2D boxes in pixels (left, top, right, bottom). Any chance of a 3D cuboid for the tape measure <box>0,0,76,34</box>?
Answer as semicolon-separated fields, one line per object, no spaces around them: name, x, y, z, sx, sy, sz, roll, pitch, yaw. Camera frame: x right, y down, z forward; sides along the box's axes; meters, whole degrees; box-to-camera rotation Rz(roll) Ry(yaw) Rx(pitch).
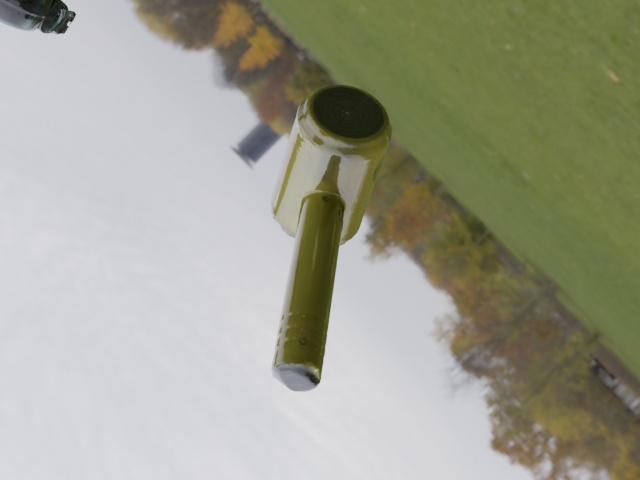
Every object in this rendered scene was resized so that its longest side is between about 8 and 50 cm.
tape measure;-0.267;-0.284;1.067;0.104;0.180;0.107;58;-160;15

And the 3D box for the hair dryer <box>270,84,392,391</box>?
hair dryer;0.000;0.000;0.942;0.090;0.135;0.279;14;-132;-6
